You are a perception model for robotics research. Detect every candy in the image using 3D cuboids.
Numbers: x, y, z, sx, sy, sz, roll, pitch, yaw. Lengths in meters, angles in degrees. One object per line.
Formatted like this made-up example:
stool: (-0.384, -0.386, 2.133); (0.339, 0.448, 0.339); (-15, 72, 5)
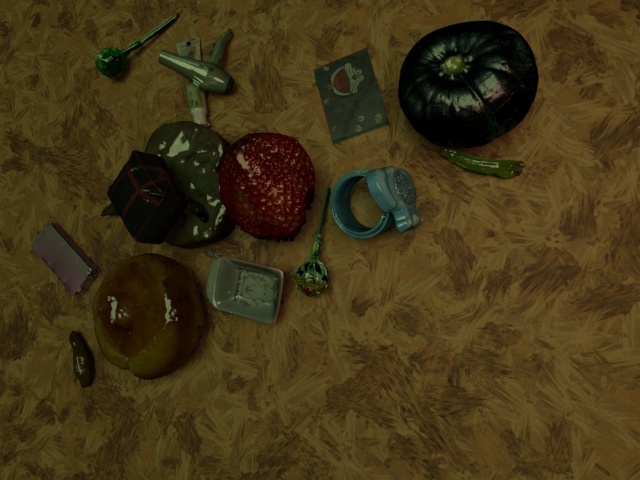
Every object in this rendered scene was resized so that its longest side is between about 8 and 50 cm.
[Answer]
candy: (0.000, 0.000, 1.193); (0.091, 0.083, 0.305); (17, 75, -18)
candy: (-0.600, -0.655, 1.465); (0.323, 0.097, 0.097); (-35, 74, 0)

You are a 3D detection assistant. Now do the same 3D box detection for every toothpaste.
toothpaste: (-0.396, -0.495, 1.384); (0.056, 0.058, 0.314); (-29, 68, 48)

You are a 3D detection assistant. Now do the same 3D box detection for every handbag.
handbag: (-0.460, -0.120, 1.193); (0.169, 0.155, 0.215); (-50, 64, 22)

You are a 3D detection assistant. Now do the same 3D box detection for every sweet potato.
sweet potato: (-0.739, 0.360, 1.364); (0.053, 0.054, 0.182); (-23, 74, 3)
sweet potato: (-0.602, -0.163, 1.391); (0.059, 0.069, 0.249); (35, 93, -21)

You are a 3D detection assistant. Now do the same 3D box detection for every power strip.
power strip: (-0.834, 0.058, 1.443); (0.279, 0.037, 0.109); (40, 94, 18)

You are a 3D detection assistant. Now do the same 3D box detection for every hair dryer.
hair dryer: (-0.372, -0.556, 1.334); (0.219, 0.088, 0.225); (1, 77, -19)

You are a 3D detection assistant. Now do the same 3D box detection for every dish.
dish: (-0.205, 0.128, 1.221); (0.234, 0.064, 0.154); (12, 97, 17)

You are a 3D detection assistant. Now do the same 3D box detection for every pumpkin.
pumpkin: (0.347, -0.359, 1.049); (0.315, 0.238, 0.315); (-12, 64, 26)

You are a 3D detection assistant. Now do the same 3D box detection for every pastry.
pastry: (-0.487, 0.211, 1.257); (0.356, 0.164, 0.356); (-2, 85, 21)

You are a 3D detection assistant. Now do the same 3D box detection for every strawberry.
strawberry: (-0.146, -0.142, 1.135); (0.238, 0.288, 0.250); (-10, 59, 25)

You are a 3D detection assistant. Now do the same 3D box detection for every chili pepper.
chili pepper: (0.400, -0.193, 1.104); (0.202, 0.050, 0.052); (20, 125, 17)

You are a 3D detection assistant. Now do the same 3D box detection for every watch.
watch: (0.131, -0.087, 1.113); (0.193, 0.211, 0.211); (-22, 75, 34)

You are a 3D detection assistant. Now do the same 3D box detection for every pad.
pad: (0.085, -0.409, 1.250); (0.170, 0.006, 0.245); (-17, 77, 13)

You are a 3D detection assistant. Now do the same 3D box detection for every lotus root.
lotus root: (-0.408, -0.158, 1.315); (0.375, 0.111, 0.390); (-26, 77, 17)

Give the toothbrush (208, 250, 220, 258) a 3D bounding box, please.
toothbrush: (-0.261, 0.073, 1.280); (0.167, 0.014, 0.011); (30, 109, 18)
